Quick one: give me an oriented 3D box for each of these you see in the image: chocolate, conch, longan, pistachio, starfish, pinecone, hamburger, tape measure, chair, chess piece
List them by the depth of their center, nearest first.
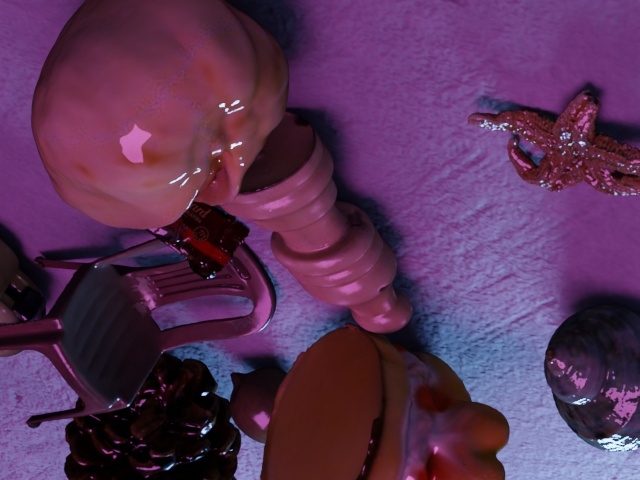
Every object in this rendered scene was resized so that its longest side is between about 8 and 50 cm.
[{"bbox_3d":[0.239,-0.084,1.679,0.210,0.053,0.150,21,142,8],"label":"starfish"},{"bbox_3d":[-0.165,-0.132,1.719,0.321,0.229,0.238,-24,82,54],"label":"pistachio"},{"bbox_3d":[0.304,0.148,1.899,0.176,0.122,0.188,26,152,45],"label":"conch"},{"bbox_3d":[0.000,0.000,1.901,0.139,0.124,0.307,-26,132,13],"label":"chess piece"},{"bbox_3d":[-0.169,-0.031,1.992,0.182,0.086,0.028,40,-172,-17],"label":"chocolate"},{"bbox_3d":[0.080,0.234,2.023,0.186,0.261,0.303,18,152,-24],"label":"hamburger"},{"bbox_3d":[-0.234,0.102,2.105,0.326,0.183,0.175,-9,129,39],"label":"chair"},{"bbox_3d":[-0.070,0.205,2.231,0.113,0.092,0.113,40,162,16],"label":"longan"},{"bbox_3d":[-0.439,0.076,2.266,0.175,0.106,0.200,45,143,-23],"label":"tape measure"},{"bbox_3d":[-0.213,0.270,2.276,0.243,0.243,0.257,29,156,-7],"label":"pinecone"}]
